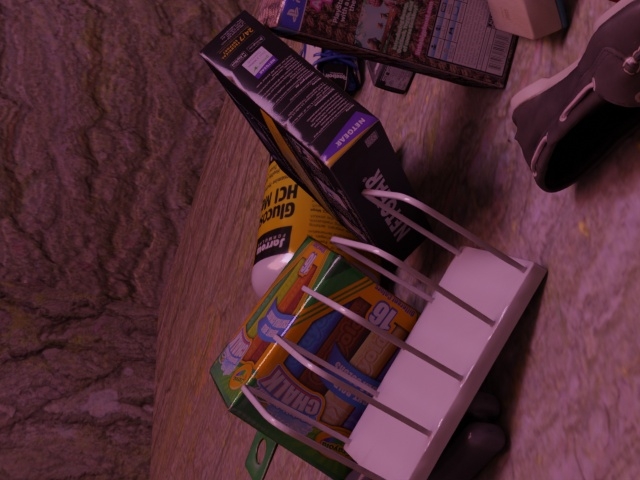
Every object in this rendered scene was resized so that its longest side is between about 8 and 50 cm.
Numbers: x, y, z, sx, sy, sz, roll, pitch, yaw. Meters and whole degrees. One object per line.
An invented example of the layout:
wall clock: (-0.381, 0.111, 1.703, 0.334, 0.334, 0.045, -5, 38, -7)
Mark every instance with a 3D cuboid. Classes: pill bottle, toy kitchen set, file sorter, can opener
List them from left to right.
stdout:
pill bottle: (0.000, 0.000, 1.497, 0.188, 0.188, 0.333, 130, 151, -60)
file sorter: (0.067, 0.098, 1.088, 0.277, 0.173, 0.193, -59, 16, -3)
can opener: (0.101, 0.257, 1.129, 0.283, 0.095, 0.076, 119, 157, -47)
toy kitchen set: (0.257, -0.351, 1.113, 0.122, 0.166, 0.207, -121, 8, -69)

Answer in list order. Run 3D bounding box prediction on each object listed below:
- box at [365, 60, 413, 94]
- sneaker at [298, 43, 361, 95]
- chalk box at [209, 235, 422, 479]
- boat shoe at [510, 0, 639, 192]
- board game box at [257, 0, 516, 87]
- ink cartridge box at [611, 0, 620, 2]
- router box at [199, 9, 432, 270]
box: (0.133, -0.370, 1.574, 0.183, 0.056, 0.231, -99, 27, -54)
sneaker: (0.029, -0.358, 1.847, 0.182, 0.128, 0.315, -112, 30, -58)
chalk box: (-0.016, 0.168, 1.273, 0.289, 0.179, 0.180, -53, 17, -3)
boat shoe: (0.261, -0.125, 0.862, 0.335, 0.112, 0.095, 136, 126, -73)
board game box: (0.096, -0.332, 1.235, 0.141, 0.291, 0.232, -147, 70, -74)
ink cartridge box: (0.269, -0.293, 0.890, 0.176, 0.128, 0.127, -101, 28, -55)
router box: (0.003, -0.115, 1.268, 0.081, 0.243, 0.309, -44, -28, -4)
